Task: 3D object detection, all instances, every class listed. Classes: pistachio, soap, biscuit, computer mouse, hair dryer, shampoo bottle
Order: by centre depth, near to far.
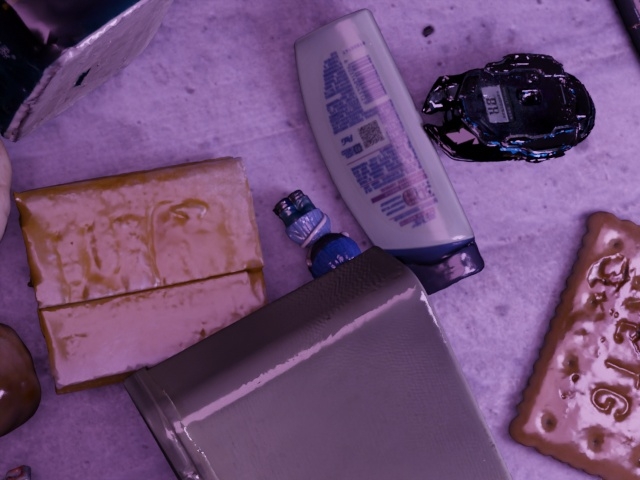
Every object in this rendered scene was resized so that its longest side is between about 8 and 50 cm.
[{"bbox_3d":[-0.473,0.175,1.760,0.288,0.197,0.166,-4,44,5],"label":"pistachio"},{"bbox_3d":[-0.212,0.040,1.801,0.281,0.143,0.259,-12,91,-11],"label":"soap"},{"bbox_3d":[0.077,-0.101,1.862,0.134,0.078,0.359,-25,90,10],"label":"shampoo bottle"},{"bbox_3d":[0.237,-0.156,1.873,0.242,0.077,0.146,-3,69,-19],"label":"computer mouse"},{"bbox_3d":[0.390,0.143,1.898,0.217,0.044,0.324,23,85,-3],"label":"biscuit"},{"bbox_3d":[0.488,-0.305,1.934,0.195,0.050,0.173,-24,92,-10],"label":"hair dryer"}]

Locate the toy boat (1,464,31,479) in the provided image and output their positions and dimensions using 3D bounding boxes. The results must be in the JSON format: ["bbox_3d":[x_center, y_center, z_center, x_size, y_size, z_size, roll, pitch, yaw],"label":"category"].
[{"bbox_3d":[-0.393,0.351,1.768,0.262,0.114,0.115,-27,102,-3],"label":"toy boat"}]

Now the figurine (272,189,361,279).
[{"bbox_3d":[0.002,-0.003,1.847,0.077,0.079,0.136,-34,90,-21],"label":"figurine"}]

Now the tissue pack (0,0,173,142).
[{"bbox_3d":[-0.384,-0.362,1.714,0.416,0.264,0.253,48,60,-1],"label":"tissue pack"}]

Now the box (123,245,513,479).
[{"bbox_3d":[0.006,0.237,1.743,0.344,0.177,0.352,-29,112,-9],"label":"box"}]

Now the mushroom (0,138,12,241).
[{"bbox_3d":[-0.493,-0.054,1.714,0.254,0.234,0.260,9,66,19],"label":"mushroom"}]
